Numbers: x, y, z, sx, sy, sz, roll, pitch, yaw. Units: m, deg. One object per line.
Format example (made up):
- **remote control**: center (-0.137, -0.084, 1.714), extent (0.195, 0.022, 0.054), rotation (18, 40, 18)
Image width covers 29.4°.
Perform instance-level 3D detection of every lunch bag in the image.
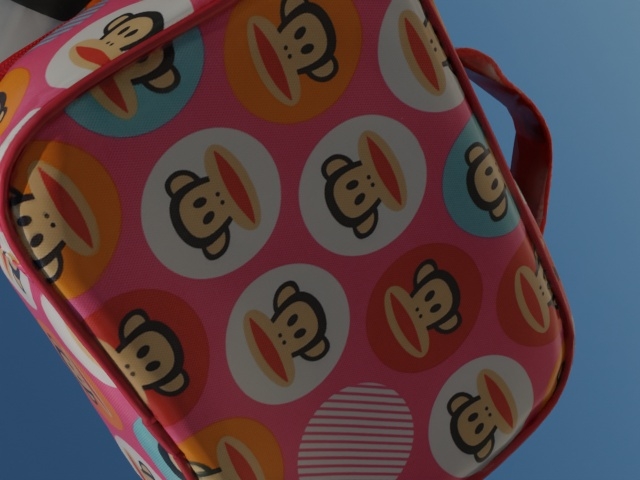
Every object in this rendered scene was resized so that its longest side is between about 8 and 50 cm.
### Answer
- **lunch bag**: center (0.000, 0.000, 0.579), extent (0.120, 0.258, 0.293), rotation (26, 147, 58)

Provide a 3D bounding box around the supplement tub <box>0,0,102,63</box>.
- **supplement tub**: center (-0.096, -0.242, 0.603), extent (0.207, 0.338, 0.207), rotation (24, -146, -17)
